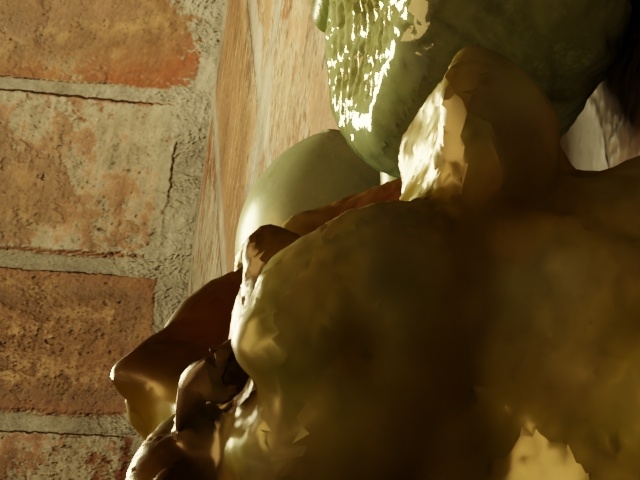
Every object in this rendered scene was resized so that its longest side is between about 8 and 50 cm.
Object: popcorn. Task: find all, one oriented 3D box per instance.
[{"bbox_3d":[0.057,0.086,0.500,0.252,0.215,0.286,51,131,12],"label":"popcorn"}]

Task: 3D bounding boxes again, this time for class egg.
[{"bbox_3d":[0.000,0.000,1.224,0.114,0.114,0.152,-113,31,-71],"label":"egg"}]

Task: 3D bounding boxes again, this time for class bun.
[{"bbox_3d":[0.073,-0.119,0.806,0.195,0.118,0.195,-176,90,-76],"label":"bun"}]

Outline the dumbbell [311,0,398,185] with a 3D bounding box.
[{"bbox_3d":[0.053,-0.050,0.930,0.121,0.108,0.302,108,164,-59],"label":"dumbbell"}]
